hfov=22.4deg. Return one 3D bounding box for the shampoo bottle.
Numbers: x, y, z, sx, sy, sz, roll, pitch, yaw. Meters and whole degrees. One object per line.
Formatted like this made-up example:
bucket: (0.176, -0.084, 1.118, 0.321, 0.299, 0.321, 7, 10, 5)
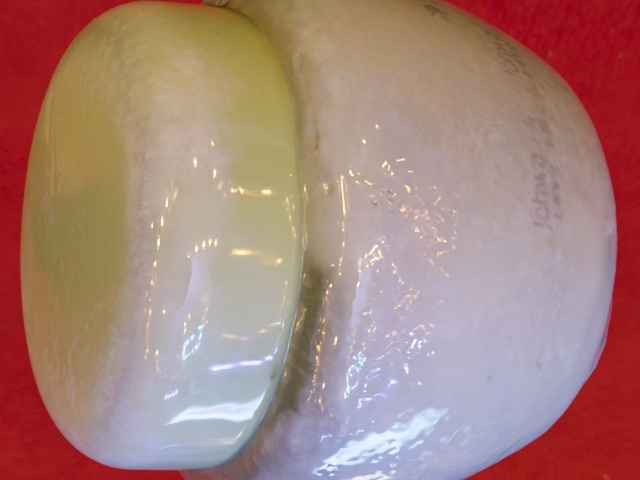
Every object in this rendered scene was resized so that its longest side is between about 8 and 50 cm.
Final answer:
shampoo bottle: (0.000, 0.000, 0.956, 0.317, 0.322, 0.323, 0, 85, -26)
